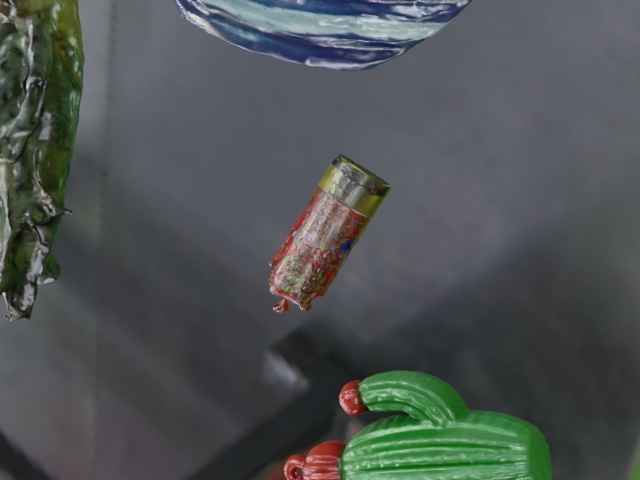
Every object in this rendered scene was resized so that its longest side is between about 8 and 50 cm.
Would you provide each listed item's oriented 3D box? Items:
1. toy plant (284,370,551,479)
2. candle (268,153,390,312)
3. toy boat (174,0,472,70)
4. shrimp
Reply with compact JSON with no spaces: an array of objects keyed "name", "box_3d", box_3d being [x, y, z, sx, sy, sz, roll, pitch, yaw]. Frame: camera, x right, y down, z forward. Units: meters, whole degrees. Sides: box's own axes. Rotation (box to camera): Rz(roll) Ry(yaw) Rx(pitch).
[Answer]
[{"name":"toy plant","box_3d":[0.082,0.184,1.696,0.240,0.088,0.154,19,120,21]},{"name":"candle","box_3d":[0.000,0.000,1.512,0.052,0.052,0.130,36,98,26]},{"name":"toy boat","box_3d":[-0.023,-0.230,1.078,0.210,0.070,0.291,-7,109,26]},{"name":"shrimp","box_3d":[-0.261,-0.150,1.623,0.085,0.445,0.272,-7,158,12]}]
